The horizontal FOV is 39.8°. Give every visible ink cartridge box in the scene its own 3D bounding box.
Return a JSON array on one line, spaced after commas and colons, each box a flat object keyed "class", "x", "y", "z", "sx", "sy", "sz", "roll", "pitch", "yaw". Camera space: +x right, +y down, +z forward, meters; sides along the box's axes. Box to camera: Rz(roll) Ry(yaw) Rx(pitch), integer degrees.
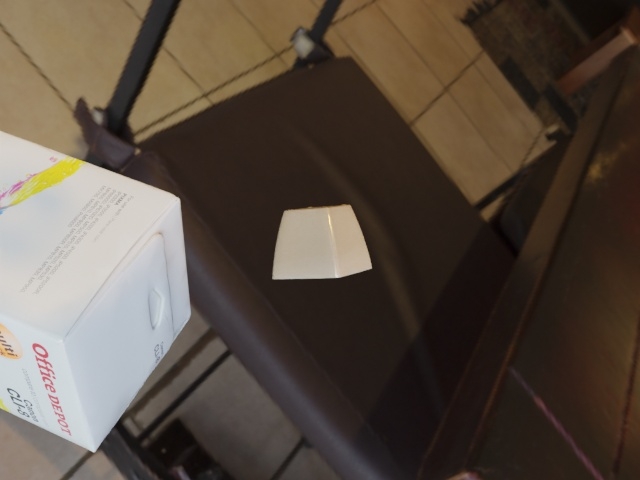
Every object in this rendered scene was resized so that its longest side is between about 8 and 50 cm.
[{"class": "ink cartridge box", "x": -0.190, "y": 0.026, "z": 0.570, "sx": 0.176, "sy": 0.128, "sz": 0.127, "roll": 19, "pitch": 50, "yaw": 14}]

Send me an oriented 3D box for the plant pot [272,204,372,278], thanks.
[{"class": "plant pot", "x": 0.000, "y": 0.000, "z": 1.257, "sx": 0.109, "sy": 0.109, "sz": 0.096, "roll": -10, "pitch": 96, "yaw": -61}]
